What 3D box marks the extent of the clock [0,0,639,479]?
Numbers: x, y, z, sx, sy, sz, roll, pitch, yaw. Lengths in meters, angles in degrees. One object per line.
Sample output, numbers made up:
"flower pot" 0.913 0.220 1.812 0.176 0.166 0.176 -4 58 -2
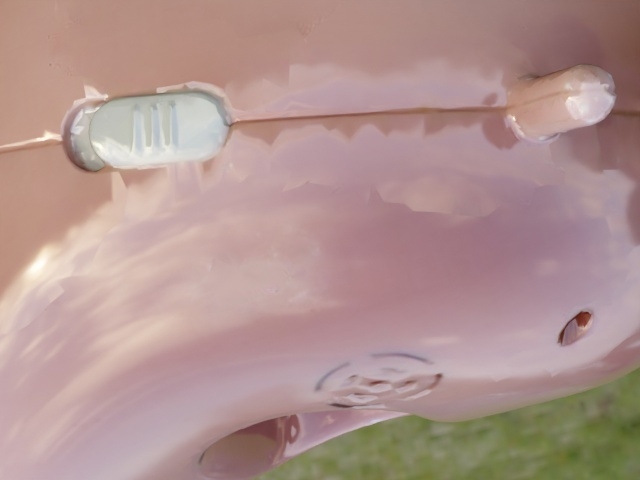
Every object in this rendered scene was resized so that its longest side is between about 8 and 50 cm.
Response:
"clock" 0.000 0.000 0.490 0.241 0.142 0.227 -9 174 16
